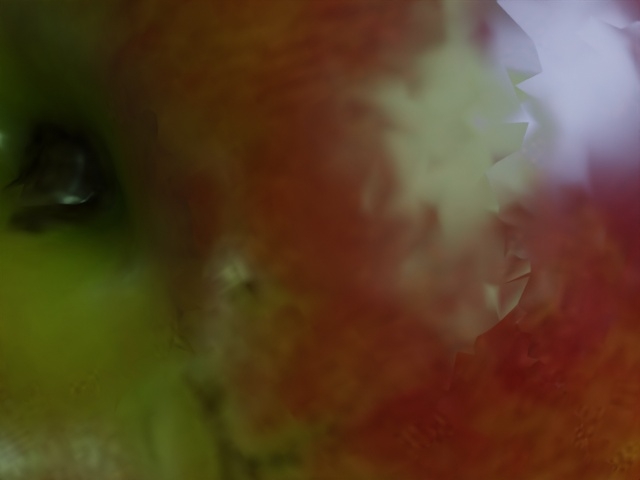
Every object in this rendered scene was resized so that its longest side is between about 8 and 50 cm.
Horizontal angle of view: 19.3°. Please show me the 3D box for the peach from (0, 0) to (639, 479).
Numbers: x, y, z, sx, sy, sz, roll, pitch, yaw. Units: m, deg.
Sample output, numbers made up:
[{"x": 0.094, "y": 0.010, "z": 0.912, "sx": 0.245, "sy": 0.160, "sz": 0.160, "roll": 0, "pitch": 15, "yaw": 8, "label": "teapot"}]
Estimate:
[{"x": 0.000, "y": 0.000, "z": 0.683, "sx": 0.388, "sy": 0.388, "sz": 0.388, "roll": 14, "pitch": 65, "yaw": -33, "label": "peach"}]
